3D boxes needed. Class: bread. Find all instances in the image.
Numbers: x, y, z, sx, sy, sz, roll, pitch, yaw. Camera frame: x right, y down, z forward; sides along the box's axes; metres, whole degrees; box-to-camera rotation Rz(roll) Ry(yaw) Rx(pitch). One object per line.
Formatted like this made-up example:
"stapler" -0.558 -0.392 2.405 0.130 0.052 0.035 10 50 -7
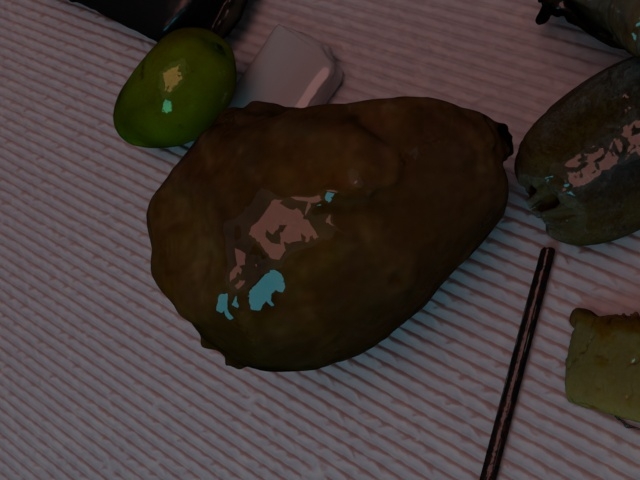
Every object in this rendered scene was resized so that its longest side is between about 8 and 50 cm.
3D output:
"bread" 0.240 0.098 0.561 0.109 0.080 0.084 2 78 62

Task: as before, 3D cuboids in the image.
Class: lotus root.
"lotus root" 0.234 -0.077 0.555 0.192 0.088 0.113 -35 84 12

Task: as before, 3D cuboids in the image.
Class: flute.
"flute" 0.145 0.135 0.601 0.014 0.014 0.270 14 86 28

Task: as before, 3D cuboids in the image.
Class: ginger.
"ginger" -0.001 -0.001 0.595 0.269 0.200 0.223 10 82 28

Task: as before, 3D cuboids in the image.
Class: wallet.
"wallet" -0.058 -0.116 0.742 0.095 0.033 0.190 42 99 25

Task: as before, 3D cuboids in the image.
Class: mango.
"mango" -0.143 -0.147 0.740 0.163 0.089 0.117 6 65 56

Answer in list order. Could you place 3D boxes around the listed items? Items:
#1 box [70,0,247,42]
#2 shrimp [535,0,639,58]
"box" -0.175 -0.405 0.828 0.359 0.091 0.351 29 92 30
"shrimp" 0.263 -0.177 0.536 0.177 0.289 0.075 -7 116 -9
